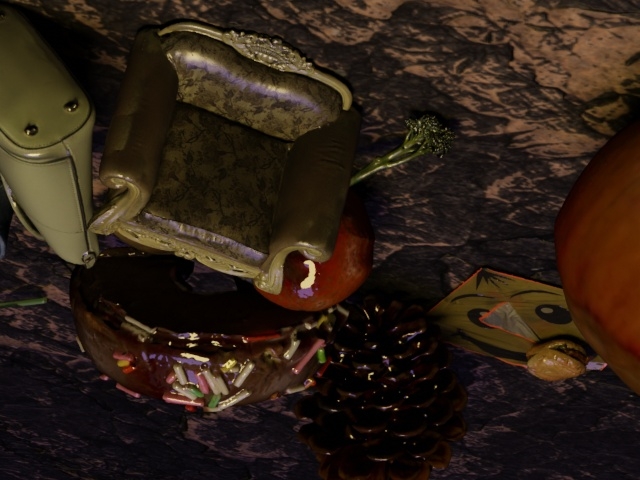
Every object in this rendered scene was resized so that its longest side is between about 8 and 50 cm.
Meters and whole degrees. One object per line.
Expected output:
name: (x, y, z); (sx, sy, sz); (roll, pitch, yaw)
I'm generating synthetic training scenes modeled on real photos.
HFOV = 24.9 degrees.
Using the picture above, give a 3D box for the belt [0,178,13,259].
belt: (-0.468, -0.036, 1.858); (0.141, 0.082, 0.190); (5, 152, 4)

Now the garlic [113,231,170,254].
garlic: (-0.189, -0.035, 1.765); (0.101, 0.087, 0.195); (41, 146, -23)

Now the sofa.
sofa: (-0.095, -0.087, 1.494); (0.258, 0.200, 0.182); (21, 154, -17)

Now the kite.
kite: (0.281, 0.110, 1.953); (0.377, 0.013, 0.327); (-5, 149, 30)

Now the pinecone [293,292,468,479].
pinecone: (0.075, 0.201, 1.964); (0.246, 0.246, 0.292); (3, 129, 14)

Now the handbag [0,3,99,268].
handbag: (-0.312, -0.100, 1.577); (0.109, 0.241, 0.315); (-32, 160, -16)

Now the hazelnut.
hazelnut: (0.420, 0.018, 1.405); (0.366, 0.366, 0.366); (8, 154, 4)

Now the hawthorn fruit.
hawthorn fruit: (0.000, 0.000, 1.692); (0.157, 0.157, 0.194); (-9, -176, 34)

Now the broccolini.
broccolini: (0.064, -0.078, 1.576); (0.194, 0.054, 0.052); (-33, 178, 24)

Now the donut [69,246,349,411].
donut: (-0.124, 0.108, 1.764); (0.345, 0.259, 0.136); (-4, 119, -18)

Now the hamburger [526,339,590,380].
hamburger: (0.323, 0.163, 1.975); (0.076, 0.044, 0.083); (33, 142, -33)

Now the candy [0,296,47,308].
candy: (-0.534, 0.105, 2.179); (0.288, 0.078, 0.084); (-8, 178, 26)
